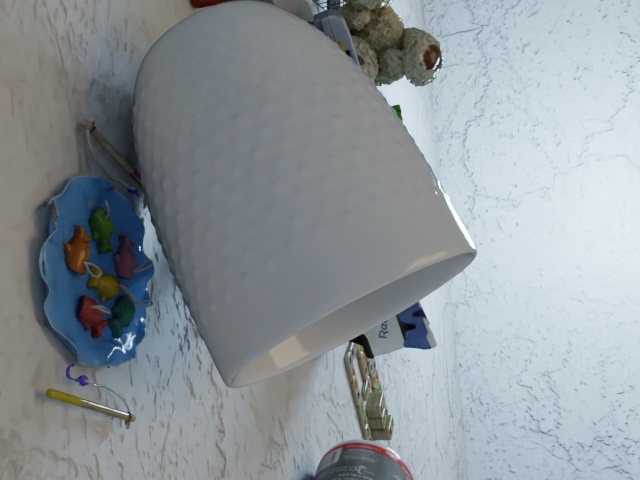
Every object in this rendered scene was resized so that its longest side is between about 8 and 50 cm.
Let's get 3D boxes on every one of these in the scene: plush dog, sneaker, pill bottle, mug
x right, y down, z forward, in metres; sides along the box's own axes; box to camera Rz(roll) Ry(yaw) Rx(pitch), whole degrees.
[{"bbox_3d":[0.067,-0.360,1.490,0.262,0.225,0.210,50,-15,-18],"label":"plush dog"},{"bbox_3d":[0.069,0.079,1.389,0.127,0.182,0.315,62,7,-59],"label":"sneaker"},{"bbox_3d":[0.043,0.434,1.122,0.283,0.161,0.161,-58,138,-65],"label":"pill bottle"},{"bbox_3d":[-0.043,-0.048,0.830,0.328,0.276,0.374,62,-8,13],"label":"mug"}]

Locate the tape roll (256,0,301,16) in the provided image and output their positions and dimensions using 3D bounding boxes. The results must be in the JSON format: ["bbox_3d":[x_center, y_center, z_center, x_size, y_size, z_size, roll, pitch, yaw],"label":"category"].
[{"bbox_3d":[-0.097,-0.434,1.168,0.219,0.072,0.219,-8,90,-74],"label":"tape roll"}]

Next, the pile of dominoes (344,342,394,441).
[{"bbox_3d":[0.111,0.297,1.622,0.196,0.040,0.251,-64,144,-61],"label":"pile of dominoes"}]

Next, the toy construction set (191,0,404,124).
[{"bbox_3d":[-0.014,-0.224,1.066,0.309,0.237,0.257,65,24,-46],"label":"toy construction set"}]

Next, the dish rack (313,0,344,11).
[{"bbox_3d":[0.014,-0.564,1.548,0.271,0.074,0.208,4,86,-70],"label":"dish rack"}]

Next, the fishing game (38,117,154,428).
[{"bbox_3d":[-0.194,0.026,0.714,0.189,0.041,0.264,57,29,-59],"label":"fishing game"}]

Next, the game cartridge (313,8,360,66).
[{"bbox_3d":[0.056,-0.236,1.291,0.196,0.060,0.294,-103,174,-70],"label":"game cartridge"}]
